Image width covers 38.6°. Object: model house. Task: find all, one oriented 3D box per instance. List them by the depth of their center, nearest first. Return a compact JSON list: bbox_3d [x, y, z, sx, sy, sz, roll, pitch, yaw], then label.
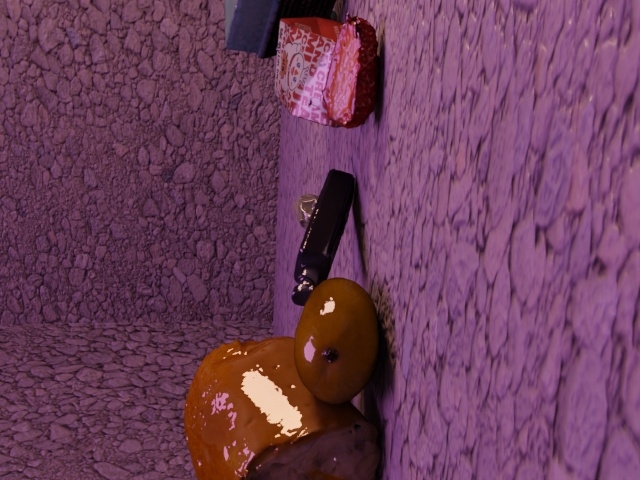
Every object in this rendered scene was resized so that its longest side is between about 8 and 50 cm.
[{"bbox_3d":[-0.067,-0.559,1.985,0.280,0.249,0.229,122,148,-62],"label":"model house"}]

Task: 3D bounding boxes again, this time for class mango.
[{"bbox_3d":[0.029,0.156,1.542,0.331,0.142,0.195,-85,0,-77],"label":"mango"}]

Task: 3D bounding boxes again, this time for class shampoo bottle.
[{"bbox_3d":[0.000,0.001,1.717,0.098,0.071,0.309,103,-175,-46],"label":"shampoo bottle"}]

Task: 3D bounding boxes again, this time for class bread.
[{"bbox_3d":[-0.109,0.378,1.652,0.394,0.250,0.361,45,129,46],"label":"bread"}]

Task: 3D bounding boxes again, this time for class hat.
[{"bbox_3d":[-0.013,-0.061,2.297,0.122,0.081,0.166,50,-177,8],"label":"hat"}]

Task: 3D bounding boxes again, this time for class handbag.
[{"bbox_3d":[0.002,-0.327,1.738,0.298,0.151,0.171,-117,31,-69],"label":"handbag"}]

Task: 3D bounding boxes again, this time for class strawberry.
[{"bbox_3d":[0.066,-0.278,1.531,0.121,0.082,0.188,44,127,54],"label":"strawberry"}]
